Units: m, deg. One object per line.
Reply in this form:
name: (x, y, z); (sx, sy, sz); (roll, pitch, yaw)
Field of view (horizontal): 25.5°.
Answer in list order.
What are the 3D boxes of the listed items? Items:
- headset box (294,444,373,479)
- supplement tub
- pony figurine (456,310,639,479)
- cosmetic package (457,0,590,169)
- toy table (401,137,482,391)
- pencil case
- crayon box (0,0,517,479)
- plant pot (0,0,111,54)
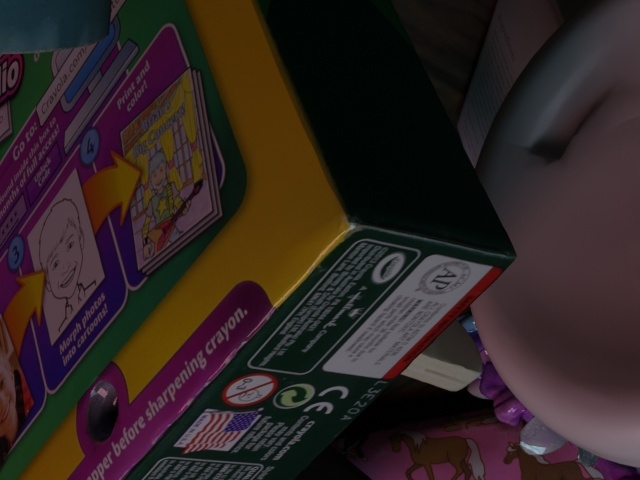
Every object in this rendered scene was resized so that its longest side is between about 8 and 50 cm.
headset box: (-0.114, 0.214, 1.120); (0.131, 0.246, 0.283); (-40, 163, -39)
supplement tub: (0.259, 0.023, 0.712); (0.331, 0.241, 0.241); (22, 133, -40)
pony figurine: (0.256, 0.141, 1.025); (0.363, 0.351, 0.303); (1, 113, 9)
cosmetic package: (0.191, -0.082, 0.886); (0.151, 0.151, 0.184); (-3, 143, -12)
toy table: (0.000, 0.000, 0.946); (0.274, 0.161, 0.252); (11, 138, -24)
pencil case: (0.128, 0.233, 1.290); (0.386, 0.160, 0.167); (-13, 176, 3)
crayon box: (-0.096, -0.008, 0.753); (0.106, 0.313, 0.363); (11, 135, -37)
plant pot: (-0.220, -0.198, 0.572); (0.290, 0.290, 0.196); (4, 106, -18)
